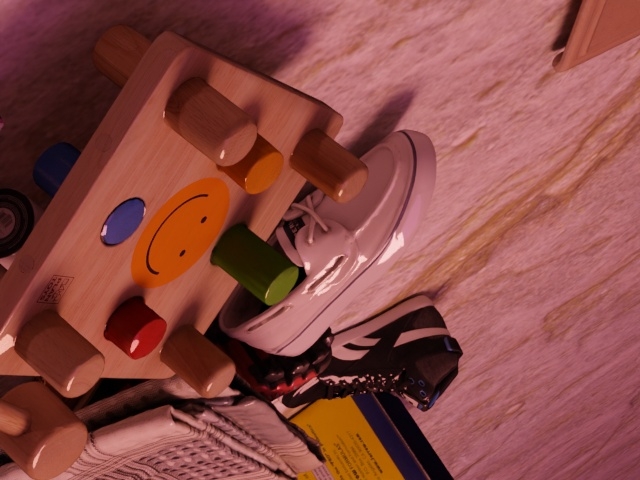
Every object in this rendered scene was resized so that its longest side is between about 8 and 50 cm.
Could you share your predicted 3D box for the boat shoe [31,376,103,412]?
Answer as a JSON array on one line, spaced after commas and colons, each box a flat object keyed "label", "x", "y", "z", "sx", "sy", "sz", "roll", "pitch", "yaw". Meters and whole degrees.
[{"label": "boat shoe", "x": -0.221, "y": 0.107, "z": 1.215, "sx": 0.060, "sy": 0.064, "sz": 0.178, "roll": 35, "pitch": 110, "yaw": -32}]

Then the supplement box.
[{"label": "supplement box", "x": -0.016, "y": 0.361, "z": 1.772, "sx": 0.356, "sy": 0.195, "sz": 0.194, "roll": -37, "pitch": 156, "yaw": 6}]

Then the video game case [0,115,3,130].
[{"label": "video game case", "x": -0.334, "y": -0.003, "z": 0.874, "sx": 0.210, "sy": 0.042, "sz": 0.232, "roll": -7, "pitch": 145, "yaw": -43}]

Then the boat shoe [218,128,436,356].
[{"label": "boat shoe", "x": 0.000, "y": 0.000, "z": 1.259, "sx": 0.088, "sy": 0.096, "sz": 0.267, "roll": 15, "pitch": 131, "yaw": -37}]

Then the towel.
[{"label": "towel", "x": -0.175, "y": 0.225, "z": 1.278, "sx": 0.324, "sy": 0.056, "sz": 0.312, "roll": -24, "pitch": 151, "yaw": 9}]

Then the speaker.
[{"label": "speaker", "x": -0.210, "y": 0.009, "z": 1.042, "sx": 0.055, "sy": 0.055, "sz": 0.136, "roll": -35, "pitch": 156, "yaw": 1}]

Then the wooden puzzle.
[{"label": "wooden puzzle", "x": 0.319, "y": -0.262, "z": 1.240, "sx": 0.221, "sy": 0.044, "sz": 0.238, "roll": -26, "pitch": 159, "yaw": -20}]

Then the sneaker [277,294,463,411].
[{"label": "sneaker", "x": 0.065, "y": 0.159, "z": 1.590, "sx": 0.217, "sy": 0.121, "sz": 0.079, "roll": -29, "pitch": 155, "yaw": -12}]

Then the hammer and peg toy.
[{"label": "hammer and peg toy", "x": -0.137, "y": 0.035, "z": 0.977, "sx": 0.361, "sy": 0.127, "sz": 0.266, "roll": -55, "pitch": 156, "yaw": 8}]

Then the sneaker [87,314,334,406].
[{"label": "sneaker", "x": -0.116, "y": 0.147, "z": 1.368, "sx": 0.276, "sy": 0.097, "sz": 0.135, "roll": -19, "pitch": 151, "yaw": -28}]
